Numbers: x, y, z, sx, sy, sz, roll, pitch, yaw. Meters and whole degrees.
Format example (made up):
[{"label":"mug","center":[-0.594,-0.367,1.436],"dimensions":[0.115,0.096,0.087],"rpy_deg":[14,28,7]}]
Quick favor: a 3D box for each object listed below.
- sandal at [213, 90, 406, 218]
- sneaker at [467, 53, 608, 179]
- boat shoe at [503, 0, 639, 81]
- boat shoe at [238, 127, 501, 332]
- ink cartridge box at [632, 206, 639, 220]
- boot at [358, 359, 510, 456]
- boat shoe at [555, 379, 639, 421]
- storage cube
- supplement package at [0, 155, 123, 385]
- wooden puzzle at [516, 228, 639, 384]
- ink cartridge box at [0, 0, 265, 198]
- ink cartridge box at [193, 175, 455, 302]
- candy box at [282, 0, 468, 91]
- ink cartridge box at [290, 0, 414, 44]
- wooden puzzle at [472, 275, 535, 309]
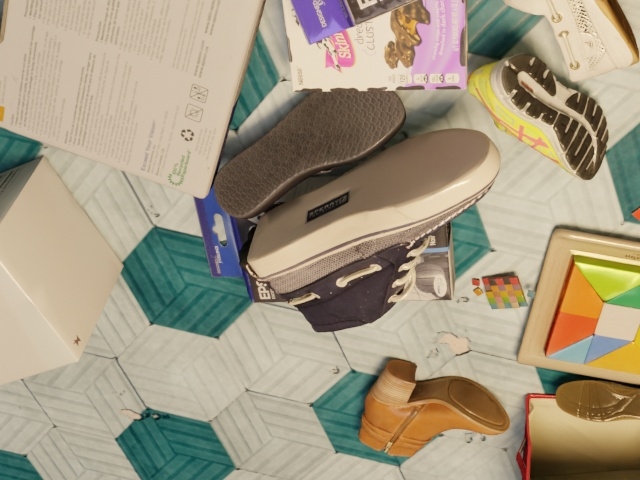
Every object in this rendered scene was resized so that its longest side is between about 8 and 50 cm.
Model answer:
[{"label":"sandal","center":[-0.014,-0.113,1.320],"dimensions":[0.255,0.054,0.097],"rpy_deg":[-27,78,19]},{"label":"sneaker","center":[0.246,-0.141,1.258],"dimensions":[0.208,0.081,0.094],"rpy_deg":[39,162,-32]},{"label":"boat shoe","center":[0.228,-0.271,1.140],"dimensions":[0.096,0.098,0.277],"rpy_deg":[-26,120,25]},{"label":"boat shoe","center":[0.082,-0.004,1.289],"dimensions":[0.341,0.127,0.158],"rpy_deg":[-21,126,31]},{"label":"ink cartridge box","center":[0.434,-0.042,1.318],"dimensions":[0.063,0.029,0.115],"rpy_deg":[35,124,-17]},{"label":"boot","center":[0.156,0.259,1.571],"dimensions":[0.197,0.073,0.152],"rpy_deg":[24,127,7]},{"label":"boat shoe","center":[0.395,0.217,1.498],"dimensions":[0.153,0.056,0.048],"rpy_deg":[-1,171,12]},{"label":"storage cube","center":[0.375,0.345,1.524],"dimensions":[0.215,0.183,0.193],"rpy_deg":[2,127,8]},{"label":"supplement package","center":[-0.439,0.056,1.441],"dimensions":[0.263,0.198,0.199],"rpy_deg":[-18,121,22]},{"label":"wooden puzzle","center":[0.383,0.099,1.424],"dimensions":[0.221,0.044,0.238],"rpy_deg":[10,128,2]},{"label":"ink cartridge box","center":[-0.244,-0.237,1.269],"dimensions":[0.330,0.071,0.324],"rpy_deg":[20,128,-1]},{"label":"ink cartridge box","center":[0.000,0.000,1.408],"dimensions":[0.333,0.065,0.165],"rpy_deg":[-2,127,12]},{"label":"candy box","center":[0.060,-0.248,1.203],"dimensions":[0.196,0.070,0.164],"rpy_deg":[0,126,10]},{"label":"ink cartridge box","center":[0.039,-0.326,1.102],"dimensions":[0.208,0.045,0.206],"rpy_deg":[-21,97,15]},{"label":"wooden puzzle","center":[0.238,0.068,1.438],"dimensions":[0.083,0.006,0.049],"rpy_deg":[-5,123,31]}]
